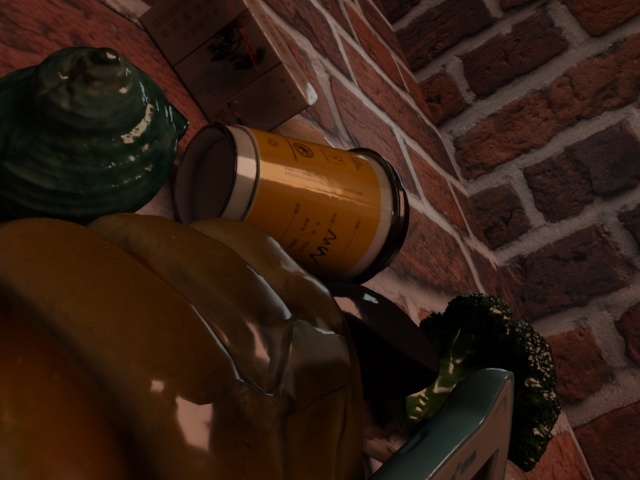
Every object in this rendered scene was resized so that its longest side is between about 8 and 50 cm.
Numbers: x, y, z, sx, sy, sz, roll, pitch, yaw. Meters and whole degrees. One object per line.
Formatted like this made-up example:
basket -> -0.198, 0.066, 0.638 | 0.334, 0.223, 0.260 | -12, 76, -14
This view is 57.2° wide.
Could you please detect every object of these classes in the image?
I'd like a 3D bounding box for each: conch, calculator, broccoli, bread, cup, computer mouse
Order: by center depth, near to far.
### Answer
bread -> -0.104, 0.112, 0.411 | 0.341, 0.210, 0.300 | 9, 54, -61
conch -> -0.192, -0.092, 0.486 | 0.196, 0.202, 0.134 | -46, 119, -31
calculator -> 0.082, 0.305, 0.508 | 0.256, 0.054, 0.386 | -26, 123, -42
cup -> -0.032, -0.046, 0.746 | 0.280, 0.196, 0.196 | 12, 52, -41
computer mouse -> 0.045, 0.124, 0.783 | 0.270, 0.138, 0.086 | 38, 37, -32
broccoli -> 0.234, 0.245, 0.954 | 0.297, 0.297, 0.297 | -9, 67, -25

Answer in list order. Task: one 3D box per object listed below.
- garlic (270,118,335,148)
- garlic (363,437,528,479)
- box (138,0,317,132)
garlic -> -0.031, -0.125, 0.946 | 0.206, 0.115, 0.128 | 55, 30, -9
garlic -> 0.138, 0.319, 0.743 | 0.218, 0.218, 0.212 | 35, 6, -47
box -> -0.129, -0.262, 0.847 | 0.233, 0.149, 0.067 | 56, 27, -13
